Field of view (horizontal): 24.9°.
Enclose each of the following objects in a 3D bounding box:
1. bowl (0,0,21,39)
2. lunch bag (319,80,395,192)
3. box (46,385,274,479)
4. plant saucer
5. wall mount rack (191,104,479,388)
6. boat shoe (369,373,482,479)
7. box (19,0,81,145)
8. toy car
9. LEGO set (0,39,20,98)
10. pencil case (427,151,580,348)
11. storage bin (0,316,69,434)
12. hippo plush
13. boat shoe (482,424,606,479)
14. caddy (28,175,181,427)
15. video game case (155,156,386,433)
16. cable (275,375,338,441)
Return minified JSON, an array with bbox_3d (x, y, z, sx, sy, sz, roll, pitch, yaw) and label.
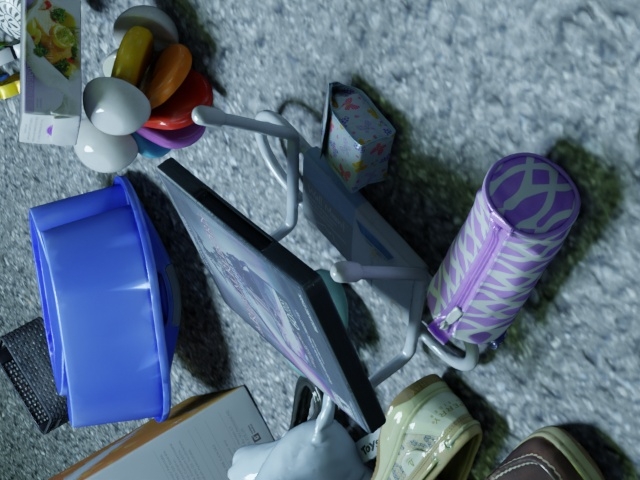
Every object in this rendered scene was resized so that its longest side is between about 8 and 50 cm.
[{"bbox_3d":[-0.360,-0.299,1.714,0.170,0.080,0.170,-16,-90,-75],"label":"bowl"},{"bbox_3d":[0.027,-0.098,1.358,0.083,0.053,0.071,56,154,29],"label":"lunch bag"},{"bbox_3d":[-0.240,0.354,1.945,0.168,0.345,0.215,62,153,-3],"label":"box"},{"bbox_3d":[-0.014,0.089,1.575,0.119,0.021,0.119,-18,67,50],"label":"plant saucer"},{"bbox_3d":[0.000,0.000,1.380,0.350,0.130,0.304,47,160,23],"label":"wall mount rack"},{"bbox_3d":[0.106,0.266,1.514,0.089,0.104,0.285,40,145,32],"label":"boat shoe"},{"bbox_3d":[-0.296,-0.258,1.588,0.067,0.063,0.324,121,148,-58],"label":"box"},{"bbox_3d":[-0.188,-0.157,1.611,0.136,0.159,0.182,21,147,-6],"label":"toy car"},{"bbox_3d":[-0.486,-0.236,2.087,0.227,0.093,0.087,13,127,57],"label":"LEGO set"},{"bbox_3d":[0.146,0.012,1.212,0.086,0.088,0.206,49,151,19],"label":"pencil case"},{"bbox_3d":[-0.500,0.243,2.593,0.180,0.084,0.122,56,153,9],"label":"storage bin"},{"bbox_3d":[-0.030,0.336,1.622,0.234,0.236,0.294,43,138,3],"label":"hippo plush"},{"bbox_3d":[0.173,0.292,1.397,0.123,0.123,0.342,53,153,15],"label":"boat shoe"},{"bbox_3d":[-0.273,0.086,1.929,0.241,0.179,0.341,-138,40,-64],"label":"caddy"},{"bbox_3d":[-0.050,0.048,1.369,0.274,0.026,0.196,36,157,47],"label":"video game case"},{"bbox_3d":[-0.012,0.253,1.800,0.139,0.072,0.287,-124,34,-46],"label":"cable"}]
